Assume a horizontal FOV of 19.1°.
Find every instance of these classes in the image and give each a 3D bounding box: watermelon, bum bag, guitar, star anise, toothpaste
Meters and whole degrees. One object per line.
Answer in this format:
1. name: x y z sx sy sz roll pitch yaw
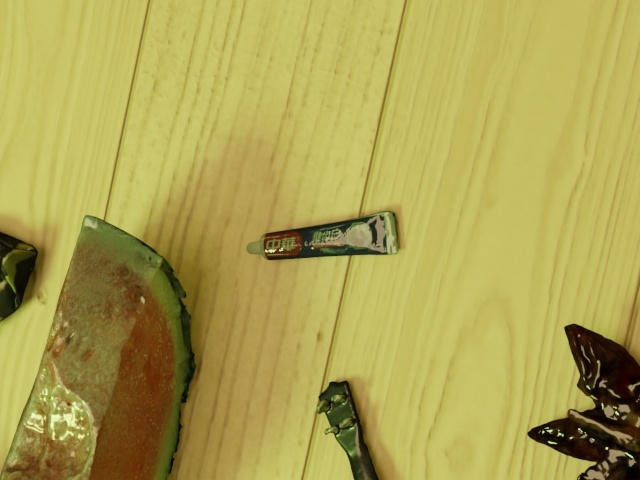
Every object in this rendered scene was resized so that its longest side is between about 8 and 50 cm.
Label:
1. watermelon: -0.186 0.144 1.596 0.148 0.226 0.318 19 111 0
2. bum bag: -0.368 0.005 1.771 0.232 0.060 0.106 27 92 24
3. guitar: 0.053 0.240 1.556 0.084 0.038 0.271 -28 77 23
4. star anise: 0.229 0.165 1.455 0.157 0.053 0.212 -34 76 22
5. toothpaste: 0.000 0.000 1.600 0.140 0.021 0.037 -6 87 25
